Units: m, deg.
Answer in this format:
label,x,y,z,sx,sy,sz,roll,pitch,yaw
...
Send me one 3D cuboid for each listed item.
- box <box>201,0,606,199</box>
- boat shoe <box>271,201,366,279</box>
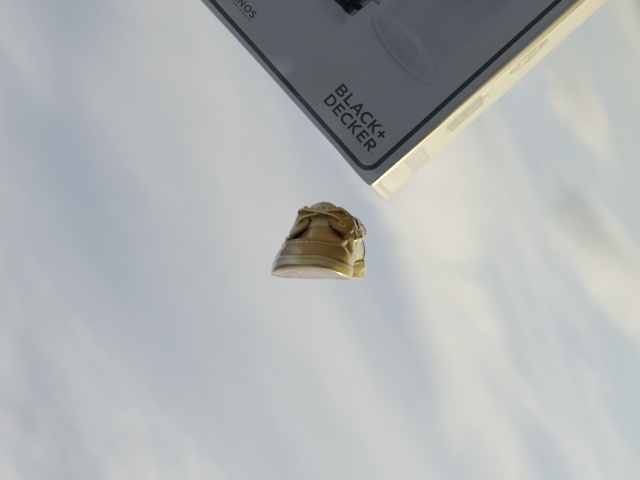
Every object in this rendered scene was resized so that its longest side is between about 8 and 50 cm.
label,x,y,z,sx,sy,sz,roll,pitch,yaw
box,0.085,-0.179,0.916,0.169,0.290,0.087,47,-176,9
boat shoe,0.000,0.000,1.293,0.170,0.063,0.059,8,-96,-82
